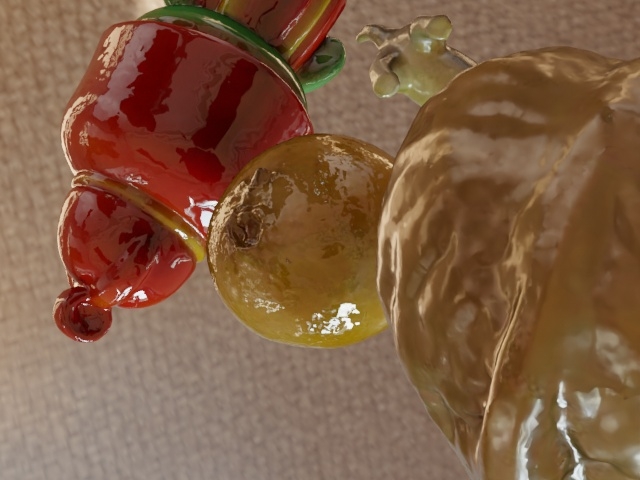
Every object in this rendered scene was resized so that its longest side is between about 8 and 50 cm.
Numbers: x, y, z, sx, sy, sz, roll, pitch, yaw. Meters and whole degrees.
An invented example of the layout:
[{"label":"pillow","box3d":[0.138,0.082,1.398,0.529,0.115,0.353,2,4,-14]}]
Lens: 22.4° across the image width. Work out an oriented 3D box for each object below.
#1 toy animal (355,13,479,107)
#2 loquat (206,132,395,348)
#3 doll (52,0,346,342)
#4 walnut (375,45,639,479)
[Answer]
[{"label":"toy animal","box3d":[0.150,-0.158,1.805,0.233,0.168,0.121,36,93,-18]},{"label":"loquat","box3d":[0.000,0.000,1.011,0.141,0.141,0.141,-6,110,-16]},{"label":"doll","box3d":[-0.097,-0.083,1.206,0.182,0.160,0.363,38,71,-29]},{"label":"walnut","box3d":[0.090,0.018,0.488,0.166,0.166,0.149,49,63,-26]}]
